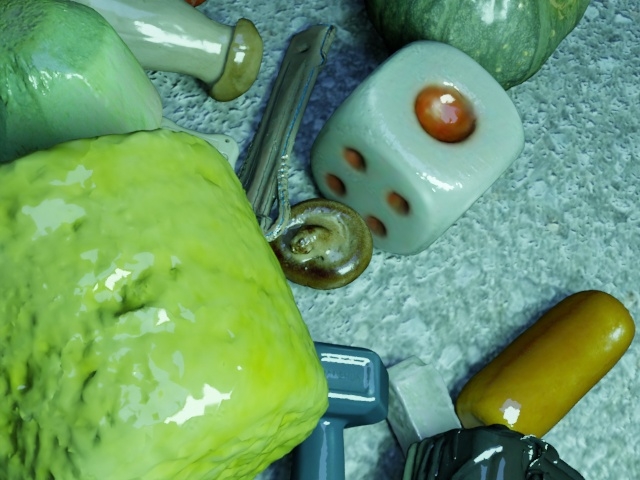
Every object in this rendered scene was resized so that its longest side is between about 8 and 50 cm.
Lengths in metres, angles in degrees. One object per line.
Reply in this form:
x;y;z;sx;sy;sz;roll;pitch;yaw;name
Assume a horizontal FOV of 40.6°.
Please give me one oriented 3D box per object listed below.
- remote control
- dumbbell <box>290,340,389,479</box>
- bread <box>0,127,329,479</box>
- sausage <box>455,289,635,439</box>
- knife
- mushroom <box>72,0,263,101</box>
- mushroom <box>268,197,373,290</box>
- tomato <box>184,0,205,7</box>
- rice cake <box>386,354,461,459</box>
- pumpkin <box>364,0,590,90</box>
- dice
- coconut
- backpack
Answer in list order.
-0.161;-0.105;1.044;0.122;0.032;0.074;17;65;-13;remote control
-0.003;0.267;0.882;0.144;0.156;0.316;25;57;-43;dumbbell
-0.182;0.096;0.759;0.348;0.348;0.307;-19;65;-25;bread
0.277;0.154;1.046;0.274;0.105;0.105;-34;82;-27;sausage
-0.043;-0.138;1.079;0.089;0.043;0.365;3;56;19;knife
-0.238;-0.264;1.035;0.350;0.128;0.128;19;64;-13;mushroom
-0.002;0.006;1.024;0.126;0.085;0.109;27;39;11;mushroom
-0.214;-0.379;1.114;0.174;0.082;0.166;-12;72;-20;tomato
0.156;0.304;0.966;0.073;0.056;0.364;-12;72;-33;rice cake
0.217;-0.352;1.149;0.328;0.257;0.291;-39;71;-22;pumpkin
0.115;-0.110;1.051;0.193;0.192;0.194;43;61;4;dice
-0.286;-0.144;0.927;0.236;0.235;0.204;-4;45;-20;coconut
0.213;0.303;0.894;0.258;0.133;0.206;31;56;-22;backpack
